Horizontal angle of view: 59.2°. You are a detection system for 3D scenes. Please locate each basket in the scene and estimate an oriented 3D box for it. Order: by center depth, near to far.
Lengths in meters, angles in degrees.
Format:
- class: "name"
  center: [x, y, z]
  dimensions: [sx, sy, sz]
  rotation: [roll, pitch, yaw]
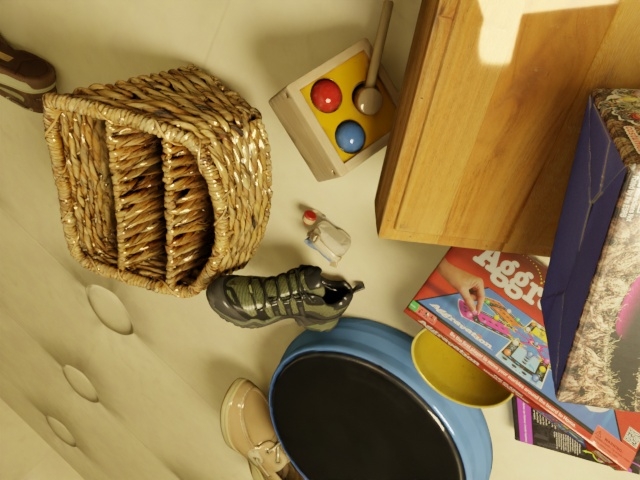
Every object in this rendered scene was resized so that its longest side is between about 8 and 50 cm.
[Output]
- class: "basket"
  center: [-0.212, -0.053, 0.775]
  dimensions: [0.213, 0.223, 0.299]
  rotation: [41, 137, 27]

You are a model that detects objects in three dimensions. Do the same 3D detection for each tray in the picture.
- class: "tray"
  center: [0.185, -0.164, 0.472]
  dimensions: [0.203, 0.076, 0.410]
  rotation: [6, 130, -4]

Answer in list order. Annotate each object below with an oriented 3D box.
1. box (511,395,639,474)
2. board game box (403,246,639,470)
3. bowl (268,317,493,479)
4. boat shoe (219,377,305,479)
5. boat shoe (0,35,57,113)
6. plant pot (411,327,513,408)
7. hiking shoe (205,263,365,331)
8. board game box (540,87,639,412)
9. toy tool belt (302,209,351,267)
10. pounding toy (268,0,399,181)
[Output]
- class: "box"
  center: [0.340, 0.241, 0.751]
  dimensions: [0.162, 0.029, 0.115]
  rotation: [8, 126, 34]
- class: "board game box"
  center: [0.250, 0.109, 0.640]
  dimensions: [0.281, 0.145, 0.027]
  rotation: [37, 159, 9]
- class: "bowl"
  center: [0.079, 0.314, 0.926]
  dimensions: [0.392, 0.077, 0.390]
  rotation: [16, 121, 29]
- class: "boat shoe"
  center: [-0.099, 0.402, 1.139]
  dimensions: [0.110, 0.121, 0.340]
  rotation: [6, 135, 28]
- class: "boat shoe"
  center: [-0.573, -0.300, 0.983]
  dimensions: [0.258, 0.095, 0.095]
  rotation: [33, 141, 12]
- class: "plant pot"
  center: [0.197, 0.133, 0.728]
  dimensions: [0.134, 0.095, 0.134]
  rotation: [19, 130, 24]
- class: "hiking shoe"
  center: [-0.050, 0.069, 0.817]
  dimensions: [0.114, 0.227, 0.086]
  rotation: [-52, 43, 36]
- class: "board game box"
  center: [0.349, 0.020, 0.440]
  dimensions: [0.291, 0.141, 0.231]
  rotation: [5, 125, 11]
- class: "toy tool belt"
  center: [0.000, 0.000, 0.809]
  dimensions: [0.083, 0.052, 0.051]
  rotation: [39, 127, 7]
- class: "pounding toy"
  center: [0.035, -0.159, 0.619]
  dimensions: [0.130, 0.141, 0.100]
  rotation: [57, 163, -13]
